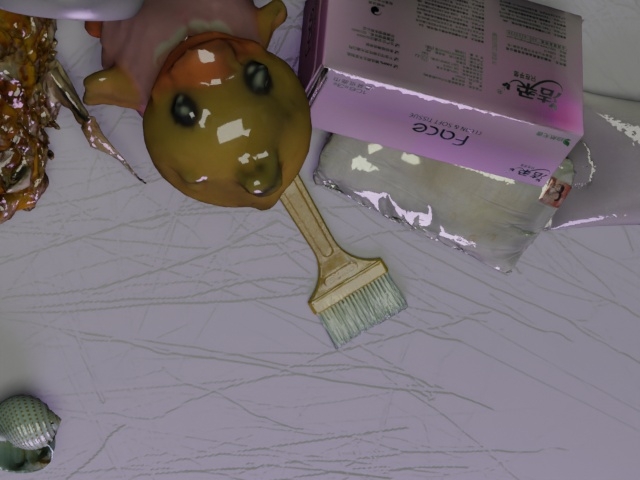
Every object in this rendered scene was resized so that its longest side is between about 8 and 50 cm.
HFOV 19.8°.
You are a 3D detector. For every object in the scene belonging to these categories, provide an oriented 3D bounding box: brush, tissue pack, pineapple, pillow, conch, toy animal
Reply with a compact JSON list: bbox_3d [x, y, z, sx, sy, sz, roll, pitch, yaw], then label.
[{"bbox_3d":[0.000,0.000,1.739,0.083,0.011,0.205,-31,106,-1],"label":"brush"},{"bbox_3d":[0.106,-0.152,1.639,0.246,0.148,0.092,15,144,-13],"label":"tissue pack"},{"bbox_3d":[-0.287,-0.153,1.578,0.158,0.161,0.334,-26,104,-5],"label":"pineapple"},{"bbox_3d":[0.116,-0.064,1.722,0.229,0.051,0.128,25,105,-13],"label":"pillow"},{"bbox_3d":[-0.281,0.179,1.711,0.085,0.056,0.076,-2,125,21],"label":"conch"},{"bbox_3d":[-0.098,-0.128,1.565,0.195,0.281,0.169,-26,128,-6],"label":"toy animal"}]

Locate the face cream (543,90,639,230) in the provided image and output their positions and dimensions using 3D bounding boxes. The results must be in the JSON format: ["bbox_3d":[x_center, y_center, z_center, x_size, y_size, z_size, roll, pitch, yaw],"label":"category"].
[{"bbox_3d":[0.361,-0.069,1.750,0.314,0.089,0.143,3,105,-2],"label":"face cream"}]

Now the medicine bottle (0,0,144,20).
[{"bbox_3d":[-0.202,-0.294,1.491,0.135,0.135,0.215,3,105,-10],"label":"medicine bottle"}]
